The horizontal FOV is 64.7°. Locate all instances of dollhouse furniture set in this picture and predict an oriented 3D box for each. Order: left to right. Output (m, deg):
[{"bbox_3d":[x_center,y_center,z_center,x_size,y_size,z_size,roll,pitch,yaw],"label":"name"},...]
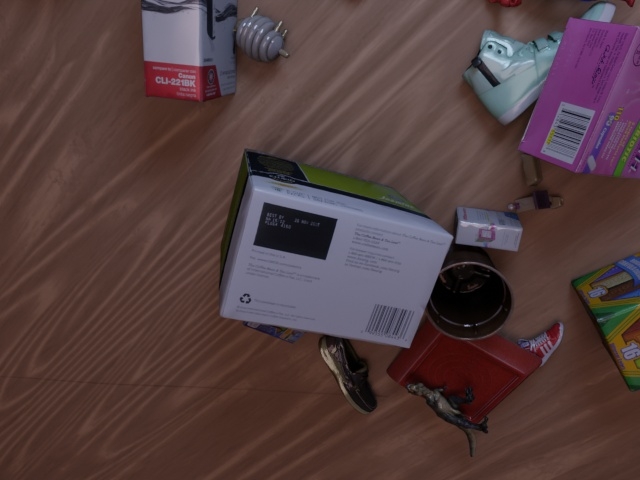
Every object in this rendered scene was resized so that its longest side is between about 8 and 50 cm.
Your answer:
[{"bbox_3d":[0.417,-0.113,1.012,0.081,0.090,0.115,-15,84,58],"label":"dollhouse furniture set"}]

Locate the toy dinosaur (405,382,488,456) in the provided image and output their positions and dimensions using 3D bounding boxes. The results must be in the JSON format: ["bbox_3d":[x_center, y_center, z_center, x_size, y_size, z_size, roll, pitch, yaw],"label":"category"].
[{"bbox_3d":[0.309,0.389,1.136,0.268,0.064,0.118,47,136,-12],"label":"toy dinosaur"}]

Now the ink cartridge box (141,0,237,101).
[{"bbox_3d":[-0.235,-0.409,0.934,0.114,0.197,0.273,7,112,8],"label":"ink cartridge box"}]

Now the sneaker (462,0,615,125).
[{"bbox_3d":[0.371,-0.346,0.887,0.151,0.094,0.256,44,112,-3],"label":"sneaker"}]

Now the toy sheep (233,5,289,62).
[{"bbox_3d":[-0.113,-0.390,0.977,0.132,0.091,0.091,35,115,18],"label":"toy sheep"}]

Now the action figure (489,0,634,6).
[{"bbox_3d":[0.355,-0.425,0.815,0.280,0.139,0.092,16,120,28],"label":"action figure"}]

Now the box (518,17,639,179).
[{"bbox_3d":[0.482,-0.222,0.829,0.242,0.117,0.214,-1,117,-33],"label":"box"}]

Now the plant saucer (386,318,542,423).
[{"bbox_3d":[0.316,0.301,1.147,0.258,0.048,0.259,30,123,1],"label":"plant saucer"}]

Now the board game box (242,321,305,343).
[{"bbox_3d":[-0.067,0.152,1.122,0.136,0.035,0.201,26,133,-22],"label":"board game box"}]

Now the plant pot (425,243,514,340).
[{"bbox_3d":[0.296,0.090,1.029,0.166,0.165,0.167,4,111,11],"label":"plant pot"}]

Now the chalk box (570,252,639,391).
[{"bbox_3d":[0.672,0.122,0.954,0.288,0.179,0.180,-28,103,20],"label":"chalk box"}]

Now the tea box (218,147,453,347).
[{"bbox_3d":[0.000,0.000,0.919,0.328,0.324,0.220,13,108,-14],"label":"tea box"}]

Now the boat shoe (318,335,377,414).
[{"bbox_3d":[0.079,0.316,1.208,0.073,0.080,0.224,-30,98,26],"label":"boat shoe"}]

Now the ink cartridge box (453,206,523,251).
[{"bbox_3d":[0.333,-0.025,1.018,0.122,0.088,0.052,9,115,9],"label":"ink cartridge box"}]

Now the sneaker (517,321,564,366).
[{"bbox_3d":[0.478,0.221,1.107,0.066,0.042,0.119,20,115,1],"label":"sneaker"}]
